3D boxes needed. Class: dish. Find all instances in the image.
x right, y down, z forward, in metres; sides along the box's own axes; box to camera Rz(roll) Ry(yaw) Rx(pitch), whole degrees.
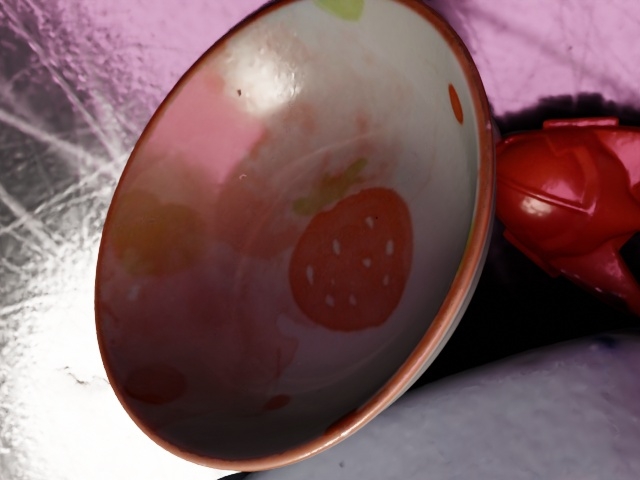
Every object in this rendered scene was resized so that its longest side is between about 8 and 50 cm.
[{"bbox_3d":[0.000,0.000,0.680,0.260,0.260,0.085,-44,138,18],"label":"dish"}]

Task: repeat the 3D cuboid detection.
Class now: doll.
[{"bbox_3d":[0.120,-0.032,0.719,0.169,0.057,0.109,18,108,1],"label":"doll"}]

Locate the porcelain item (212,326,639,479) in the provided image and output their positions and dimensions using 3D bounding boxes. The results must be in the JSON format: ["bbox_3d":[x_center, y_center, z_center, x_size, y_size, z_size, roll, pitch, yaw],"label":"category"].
[{"bbox_3d":[0.116,0.151,0.692,0.405,0.242,0.178,-20,81,15],"label":"porcelain item"}]
